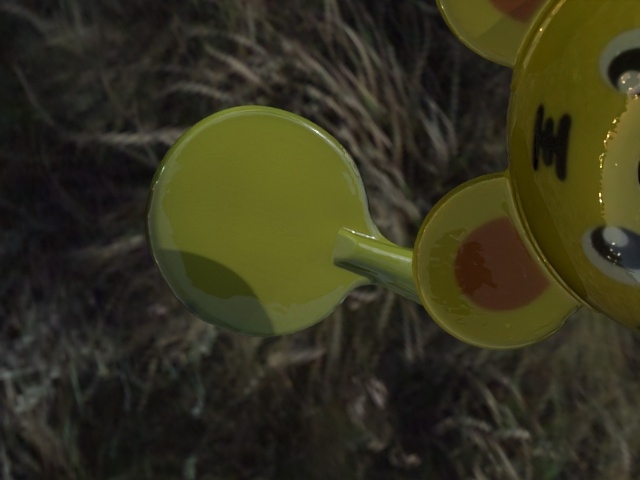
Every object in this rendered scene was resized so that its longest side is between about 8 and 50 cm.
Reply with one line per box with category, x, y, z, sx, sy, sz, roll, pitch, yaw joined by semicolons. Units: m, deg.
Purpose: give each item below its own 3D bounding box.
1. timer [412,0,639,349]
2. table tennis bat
timer;0.269;-0.082;1.256;0.387;0.376;0.376;4;119;-2
table tennis bat;0.000;0.000;1.615;0.369;0.054;0.224;18;81;-23
